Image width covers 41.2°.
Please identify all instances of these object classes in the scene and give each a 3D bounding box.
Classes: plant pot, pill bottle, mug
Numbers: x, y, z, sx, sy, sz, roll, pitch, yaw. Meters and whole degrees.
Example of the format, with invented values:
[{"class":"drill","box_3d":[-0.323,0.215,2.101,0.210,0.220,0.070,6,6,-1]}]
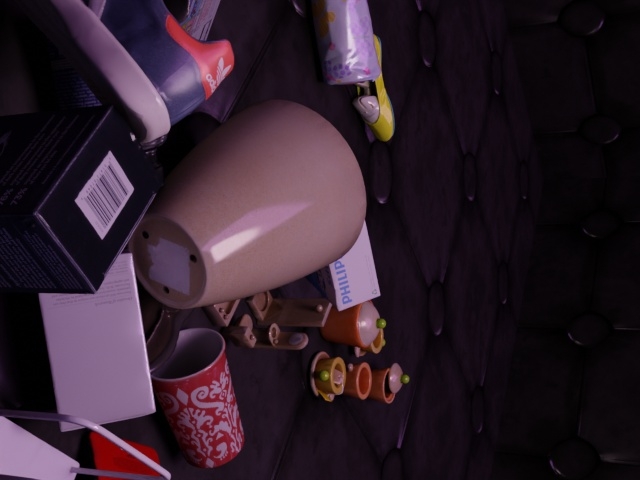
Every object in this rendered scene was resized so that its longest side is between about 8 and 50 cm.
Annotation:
[{"class":"plant pot","box_3d":[-0.114,-0.025,1.121,0.274,0.256,0.257,-38,123,-51]},{"class":"pill bottle","box_3d":[-0.248,-0.167,1.007,0.123,0.122,0.219,-30,117,-60]},{"class":"mug","box_3d":[-0.160,0.212,1.189,0.150,0.113,0.169,-52,137,-49]}]

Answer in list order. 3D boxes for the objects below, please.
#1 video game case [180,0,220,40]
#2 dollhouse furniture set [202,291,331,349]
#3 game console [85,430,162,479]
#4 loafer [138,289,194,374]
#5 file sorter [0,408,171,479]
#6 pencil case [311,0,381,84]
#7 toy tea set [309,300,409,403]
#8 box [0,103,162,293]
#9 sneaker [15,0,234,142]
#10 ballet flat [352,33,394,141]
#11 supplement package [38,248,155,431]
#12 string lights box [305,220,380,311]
[{"class":"video game case","box_3d":[-0.179,-0.295,1.120,0.212,0.023,0.193,-59,180,43]},{"class":"dollhouse furniture set","box_3d":[-0.079,0.099,1.336,0.151,0.123,0.144,65,35,-39]},{"class":"game console","box_3d":[-0.266,0.323,1.075,0.144,0.085,0.124,42,21,-57]},{"class":"loafer","box_3d":[-0.227,0.106,1.108,0.078,0.080,0.220,50,31,-19]},{"class":"file sorter","box_3d":[-0.295,0.326,0.839,0.193,0.173,0.278,55,42,-48]},{"class":"pencil case","box_3d":[0.044,-0.432,1.615,0.124,0.113,0.273,-21,110,-39]},{"class":"toy tea set","box_3d":[0.102,0.230,1.695,0.336,0.124,0.200,29,63,-60]},{"class":"box","box_3d":[-0.288,-0.038,0.827,0.108,0.207,0.153,64,36,-40]},{"class":"sneaker","box_3d":[-0.222,-0.265,0.873,0.148,0.350,0.131,-36,170,-17]},{"class":"ballet flat","box_3d":[0.097,-0.318,1.783,0.077,0.077,0.231,-17,103,-41]},{"class":"supplement package","box_3d":[-0.251,0.107,0.953,0.105,0.105,0.179,-176,-102,-75]},{"class":"string lights box","box_3d":[0.000,0.000,1.379,0.259,0.076,0.133,-140,-147,-62]}]
